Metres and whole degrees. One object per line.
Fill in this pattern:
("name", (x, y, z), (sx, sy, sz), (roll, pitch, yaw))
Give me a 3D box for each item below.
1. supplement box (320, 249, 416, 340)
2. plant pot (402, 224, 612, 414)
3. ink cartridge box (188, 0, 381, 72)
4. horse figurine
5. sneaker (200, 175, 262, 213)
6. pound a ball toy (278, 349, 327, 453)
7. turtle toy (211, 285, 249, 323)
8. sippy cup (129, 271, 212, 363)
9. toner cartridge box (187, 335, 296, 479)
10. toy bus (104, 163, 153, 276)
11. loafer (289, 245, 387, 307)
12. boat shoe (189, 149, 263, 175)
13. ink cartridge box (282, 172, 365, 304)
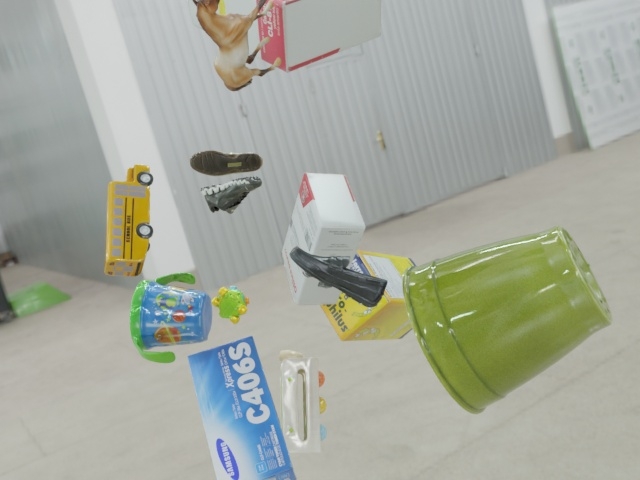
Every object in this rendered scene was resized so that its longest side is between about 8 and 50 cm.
("supplement box", (0.175, 0.171, 2.207), (0.195, 0.194, 0.357), (-43, -27, 22))
("plant pot", (0.429, 0.147, 1.622), (0.353, 0.366, 0.366), (-29, 4, 22))
("ink cartridge box", (-0.092, -0.550, 1.662), (0.279, 0.160, 0.385), (-30, 45, -29))
("horse figurine", (-0.149, -0.368, 1.381), (0.174, 0.066, 0.263), (-38, -23, -27))
("sneaker", (-0.278, -0.143, 2.361), (0.235, 0.106, 0.078), (-11, 6, 30))
("pound a ball toy", (-0.054, 0.478, 2.214), (0.136, 0.318, 0.208), (0, -17, -5))
("turtle toy", (-0.241, 0.174, 1.986), (0.066, 0.095, 0.130), (-43, -6, -48))
("sippy cup", (-0.478, 0.247, 2.401), (0.224, 0.305, 0.240), (1, -8, 5))
("toner cartridge box", (-0.184, 0.399, 1.671), (0.165, 0.075, 0.347), (-18, 54, -7))
("toy bus", (-0.563, -0.064, 2.159), (0.130, 0.332, 0.108), (3, -28, -18))
("loafer", (0.040, 0.065, 1.594), (0.223, 0.078, 0.076), (28, 4, 1))
("boat shoe", (-0.248, -0.204, 1.942), (0.190, 0.068, 0.072), (3, 8, 0))
("ink cartridge box", (0.000, 0.000, 1.797), (0.114, 0.272, 0.197), (2, 44, -19))
